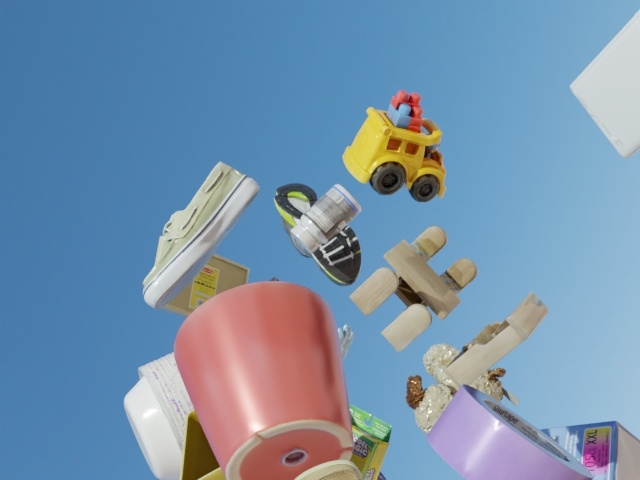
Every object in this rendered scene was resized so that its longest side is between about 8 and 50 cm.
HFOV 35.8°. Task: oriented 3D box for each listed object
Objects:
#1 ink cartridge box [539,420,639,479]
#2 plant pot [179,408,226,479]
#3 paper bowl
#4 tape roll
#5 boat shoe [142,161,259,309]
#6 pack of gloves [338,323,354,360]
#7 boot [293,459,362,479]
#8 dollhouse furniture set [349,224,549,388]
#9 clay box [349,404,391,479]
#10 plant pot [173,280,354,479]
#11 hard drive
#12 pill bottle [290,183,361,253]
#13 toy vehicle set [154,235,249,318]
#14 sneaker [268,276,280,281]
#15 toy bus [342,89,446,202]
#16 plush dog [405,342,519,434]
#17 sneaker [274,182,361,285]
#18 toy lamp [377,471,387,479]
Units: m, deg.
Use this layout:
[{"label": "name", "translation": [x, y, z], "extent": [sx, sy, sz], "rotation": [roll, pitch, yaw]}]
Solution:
[{"label": "ink cartridge box", "translation": [0.480, 0.500, 1.999], "extent": [0.270, 0.395, 0.151], "rotation": [39, -130, -33]}, {"label": "plant pot", "translation": [-0.113, 0.395, 1.819], "extent": [0.187, 0.212, 0.212], "rotation": [52, -165, -27]}, {"label": "paper bowl", "translation": [-0.317, 0.394, 2.104], "extent": [0.148, 0.284, 0.284], "rotation": [-23, -48, -18]}, {"label": "tape roll", "translation": [0.228, 0.261, 1.201], "extent": [0.080, 0.189, 0.189], "rotation": [-55, -28, 4]}, {"label": "boat shoe", "translation": [-0.226, -0.011, 1.746], "extent": [0.302, 0.094, 0.109], "rotation": [-53, -3, -28]}, {"label": "pack of gloves", "translation": [0.008, 0.318, 2.436], "extent": [0.195, 0.046, 0.232], "rotation": [0, -66, -51]}, {"label": "boot", "translation": [-0.028, 0.364, 1.242], "extent": [0.213, 0.077, 0.165], "rotation": [-30, 5, -7]}, {"label": "dollhouse furniture set", "translation": [0.212, 0.087, 1.576], "extent": [0.161, 0.242, 0.212], "rotation": [-47, -7, 34]}, {"label": "clay box", "translation": [0.047, 0.433, 1.876], "extent": [0.053, 0.127, 0.222], "rotation": [15, -87, -46]}, {"label": "plant pot", "translation": [-0.072, 0.240, 1.516], "extent": [0.275, 0.243, 0.275], "rotation": [-11, -45, -11]}, {"label": "hard drive", "translation": [0.642, -0.314, 2.004], "extent": [0.040, 0.203, 0.307], "rotation": [-31, -11, -21]}, {"label": "pill bottle", "translation": [0.010, -0.042, 1.999], "extent": [0.137, 0.078, 0.078], "rotation": [-43, -33, -5]}, {"label": "toy vehicle set", "translation": [-0.285, 0.108, 2.356], "extent": [0.267, 0.035, 0.166], "rotation": [26, -114, -43]}, {"label": "sneaker", "translation": [-0.095, 0.187, 1.853], "extent": [0.112, 0.131, 0.319], "rotation": [-65, 8, -32]}, {"label": "toy bus", "translation": [0.187, -0.210, 2.127], "extent": [0.220, 0.149, 0.211], "rotation": [11, -64, -25]}, {"label": "plush dog", "translation": [0.327, 0.392, 2.394], "extent": [0.225, 0.262, 0.210], "rotation": [-36, 1, -24]}, {"label": "sneaker", "translation": [0.000, 0.000, 2.182], "extent": [0.111, 0.300, 0.121], "rotation": [-23, -40, -15]}, {"label": "toy lamp", "translation": [0.039, 0.452, 2.008], "extent": [0.080, 0.275, 0.080], "rotation": [-11, -70, -32]}]
